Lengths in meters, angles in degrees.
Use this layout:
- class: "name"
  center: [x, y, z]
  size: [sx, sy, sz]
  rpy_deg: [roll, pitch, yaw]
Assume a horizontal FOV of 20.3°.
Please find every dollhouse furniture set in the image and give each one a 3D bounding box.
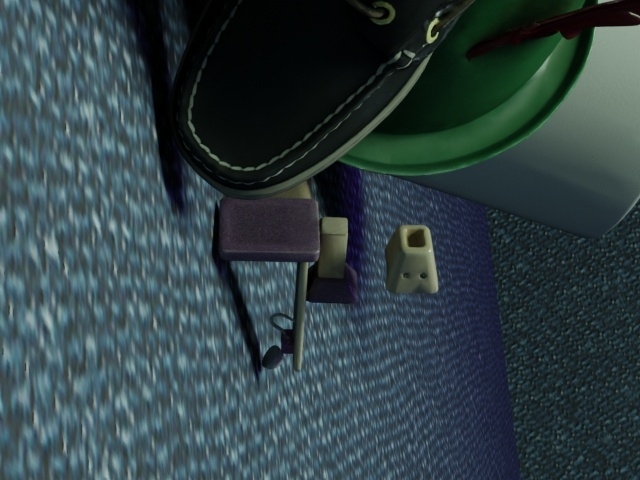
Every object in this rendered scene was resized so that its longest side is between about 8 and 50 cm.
- class: "dollhouse furniture set"
  center: [0.000, 0.000, 0.787]
  size: [0.114, 0.091, 0.081]
  rpy_deg: [-93, -174, -50]

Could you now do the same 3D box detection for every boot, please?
- class: "boot"
  center: [0.025, -0.119, 0.601]
  size: [0.085, 0.236, 0.178]
  rpy_deg: [42, 0, 4]

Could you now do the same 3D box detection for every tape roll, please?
- class: "tape roll"
  center: [0.119, -0.140, 1.052]
  size: [0.246, 0.169, 0.246]
  rpy_deg: [-162, -90, -82]

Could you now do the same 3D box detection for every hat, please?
- class: "hat"
  center: [0.080, -0.121, 0.694]
  size: [0.183, 0.208, 0.173]
  rpy_deg: [-7, -79, 70]
